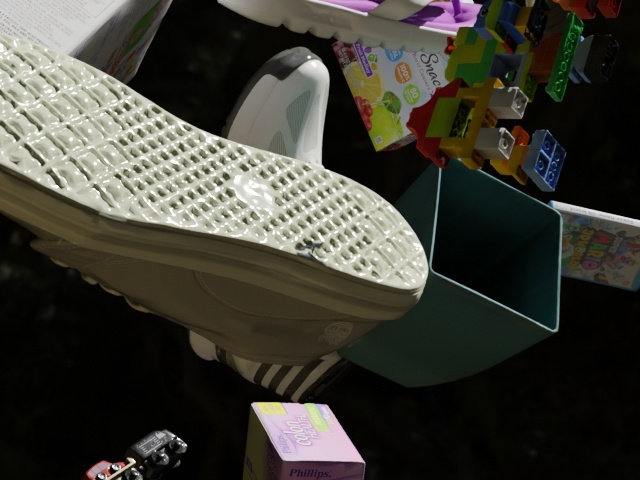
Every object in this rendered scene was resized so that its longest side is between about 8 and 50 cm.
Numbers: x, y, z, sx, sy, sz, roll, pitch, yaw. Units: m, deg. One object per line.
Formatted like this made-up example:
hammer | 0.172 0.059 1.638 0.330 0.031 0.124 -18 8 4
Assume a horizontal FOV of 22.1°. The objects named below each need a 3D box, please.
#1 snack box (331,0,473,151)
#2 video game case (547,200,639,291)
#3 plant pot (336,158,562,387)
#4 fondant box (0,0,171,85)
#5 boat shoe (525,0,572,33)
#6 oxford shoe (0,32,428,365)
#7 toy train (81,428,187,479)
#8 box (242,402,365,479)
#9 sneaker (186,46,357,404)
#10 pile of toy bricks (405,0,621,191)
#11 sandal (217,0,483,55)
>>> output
snack box | 0.141 -0.247 2.317 0.207 0.174 0.070 -27 -9 29
video game case | 0.324 0.008 1.928 0.166 0.015 0.119 12 -38 -13
plant pot | 0.127 0.056 1.801 0.165 0.166 0.234 26 -42 -21
fondant box | -0.262 -0.182 1.603 0.096 0.330 0.238 37 -44 2
boat shoe | 0.291 -0.349 2.134 0.072 0.068 0.190 42 -35 41
oxford shoe | -0.132 -0.017 1.131 0.449 0.169 0.130 22 -52 -29
toy train | -0.161 0.184 1.237 0.036 0.158 0.027 39 -51 17
box | -0.033 0.377 2.285 0.117 0.243 0.213 3 15 -15
sneaker | 0.001 0.000 2.014 0.257 0.447 0.169 28 30 27
pile of toy bricks | 0.129 -0.129 1.152 0.105 0.212 0.118 4 -25 39
sandal | 0.079 -0.278 1.846 0.416 0.102 0.169 0 23 -38
